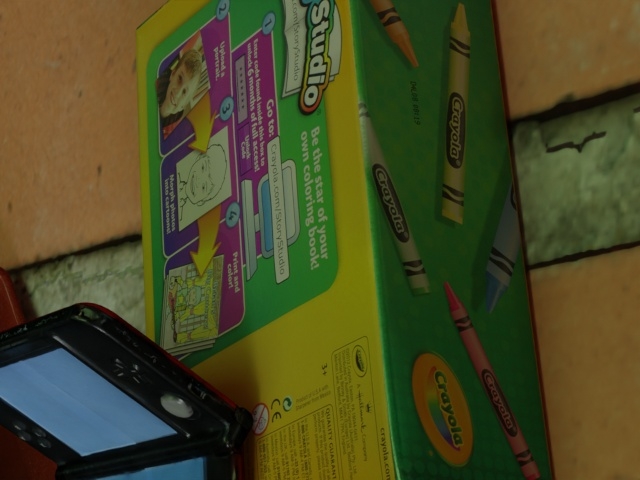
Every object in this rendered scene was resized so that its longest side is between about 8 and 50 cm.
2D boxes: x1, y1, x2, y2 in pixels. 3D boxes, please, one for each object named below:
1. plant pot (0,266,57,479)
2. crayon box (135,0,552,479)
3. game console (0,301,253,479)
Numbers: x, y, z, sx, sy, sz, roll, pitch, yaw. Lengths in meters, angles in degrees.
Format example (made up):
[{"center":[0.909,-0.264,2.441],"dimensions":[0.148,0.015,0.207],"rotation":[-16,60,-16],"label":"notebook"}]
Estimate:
[{"center":[-0.295,0.181,1.006],"dimensions":[0.267,0.267,0.236],"rotation":[61,139,45],"label":"plant pot"},{"center":[0.000,0.000,0.783],"dimensions":[0.165,0.081,0.279],"rotation":[-31,55,46],"label":"crayon box"},{"center":[-0.097,0.101,0.746],"dimensions":[0.144,0.124,0.085],"rotation":[-20,38,52],"label":"game console"}]
